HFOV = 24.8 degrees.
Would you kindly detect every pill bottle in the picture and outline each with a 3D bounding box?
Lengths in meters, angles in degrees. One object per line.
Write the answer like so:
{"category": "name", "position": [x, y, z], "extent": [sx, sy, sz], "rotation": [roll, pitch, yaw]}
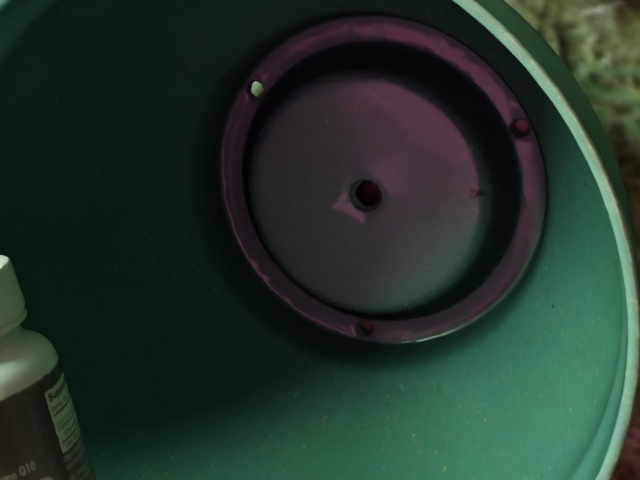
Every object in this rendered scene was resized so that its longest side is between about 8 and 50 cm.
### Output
{"category": "pill bottle", "position": [-0.127, 0.079, 0.540], "extent": [0.078, 0.078, 0.137], "rotation": [-10, 104, 21]}

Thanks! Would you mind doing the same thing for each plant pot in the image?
{"category": "plant pot", "position": [0.000, 0.000, 0.623], "extent": [0.293, 0.196, 0.293], "rotation": [6, 108, 18]}
